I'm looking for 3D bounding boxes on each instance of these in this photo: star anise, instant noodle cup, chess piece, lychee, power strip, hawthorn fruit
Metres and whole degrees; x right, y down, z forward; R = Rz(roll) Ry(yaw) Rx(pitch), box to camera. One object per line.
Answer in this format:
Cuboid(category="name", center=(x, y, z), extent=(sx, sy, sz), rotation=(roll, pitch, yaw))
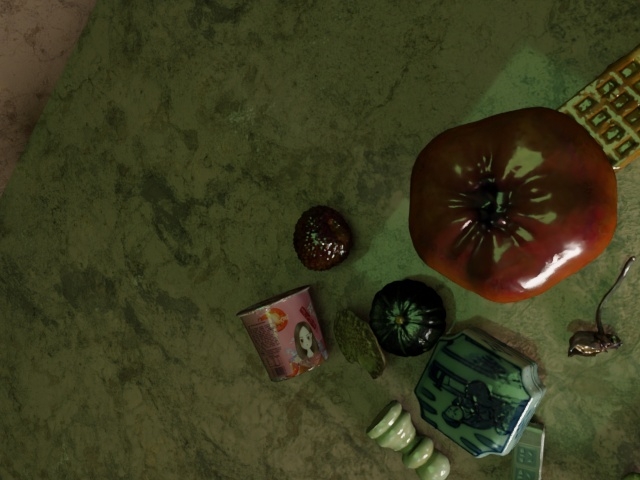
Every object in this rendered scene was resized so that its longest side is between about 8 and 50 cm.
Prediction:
Cuboid(category="star anise", center=(0.688, 0.170, 1.285), extent=(0.218, 0.148, 0.227), rotation=(-33, 46, 54))
Cuboid(category="instant noodle cup", center=(-0.103, 0.282, 1.568), extent=(0.243, 0.243, 0.231), rotation=(-23, 89, 23))
Cuboid(category="chess piece", center=(0.262, 0.587, 1.477), extent=(0.243, 0.133, 0.133), rotation=(42, 107, 10))
Cuboid(category="lychee", center=(0.000, 0.000, 1.545), extent=(0.188, 0.188, 0.188), rotation=(1, 92, 24))
Cuboid(category="power strip", center=(0.549, 0.606, 1.377), extent=(0.078, 0.052, 0.271), rotation=(5, 94, 26))
Cuboid(category="hawthorn fruit", center=(0.440, -0.093, 1.200), extent=(0.472, 0.472, 0.471), rotation=(1, 92, 24))

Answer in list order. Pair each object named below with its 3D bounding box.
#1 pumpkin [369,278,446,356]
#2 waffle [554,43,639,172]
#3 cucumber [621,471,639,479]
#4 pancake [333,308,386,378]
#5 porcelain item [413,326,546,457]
Cuboid(category="pumpkin", center=(0.241, 0.216, 1.445), extent=(0.221, 0.162, 0.220), rotation=(-2, 86, 23))
Cuboid(category="waffle", center=(0.734, -0.311, 1.244), extent=(0.328, 0.098, 0.224), rotation=(-40, 78, 21))
Cuboid(category="cucumber", center=(0.770, 0.726, 1.208), extent=(0.105, 0.145, 0.325), rotation=(8, 60, 5))
Cuboid(category="pancake", center=(0.109, 0.299, 1.506), extent=(0.235, 0.029, 0.211), rotation=(34, 138, 46))
Cuboid(category="porcelain item", center=(0.410, 0.392, 1.350), extent=(0.282, 0.157, 0.285), rotation=(32, 104, 34))
